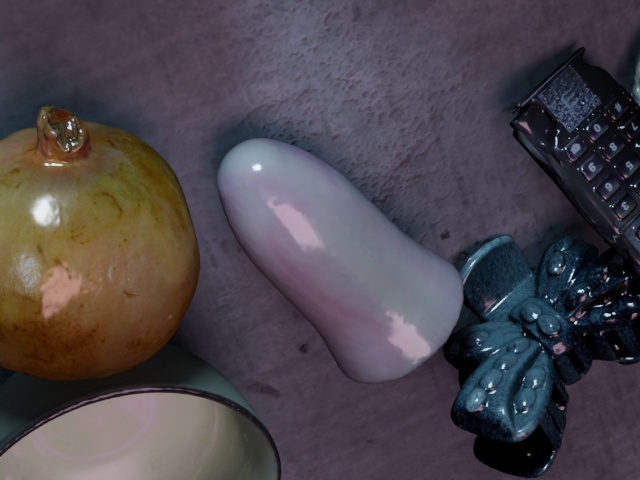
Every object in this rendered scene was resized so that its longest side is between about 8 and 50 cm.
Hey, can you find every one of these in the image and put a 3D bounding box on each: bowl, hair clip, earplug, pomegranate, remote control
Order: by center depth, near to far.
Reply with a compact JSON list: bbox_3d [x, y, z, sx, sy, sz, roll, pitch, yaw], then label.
[{"bbox_3d":[-0.240,-0.005,1.477,0.252,0.229,0.271,-5,122,-21],"label":"pomegranate"},{"bbox_3d":[0.000,0.000,1.646,0.172,0.172,0.301,-39,124,9],"label":"earplug"},{"bbox_3d":[0.363,-0.019,1.692,0.144,0.062,0.399,-42,95,-17],"label":"remote control"},{"bbox_3d":[-0.236,0.232,1.694,0.353,0.185,0.354,-12,130,-14],"label":"bowl"},{"bbox_3d":[0.268,0.117,1.811,0.310,0.206,0.194,-40,137,-8],"label":"hair clip"}]

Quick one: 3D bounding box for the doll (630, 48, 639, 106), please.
[{"bbox_3d":[0.396,-0.193,1.707,0.103,0.071,0.214,6,121,-29],"label":"doll"}]
